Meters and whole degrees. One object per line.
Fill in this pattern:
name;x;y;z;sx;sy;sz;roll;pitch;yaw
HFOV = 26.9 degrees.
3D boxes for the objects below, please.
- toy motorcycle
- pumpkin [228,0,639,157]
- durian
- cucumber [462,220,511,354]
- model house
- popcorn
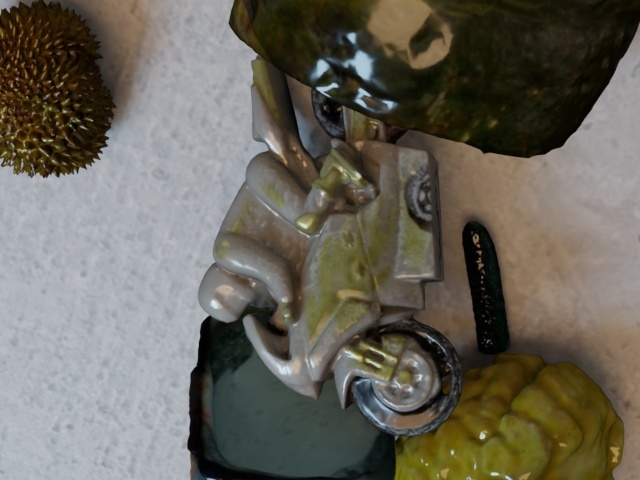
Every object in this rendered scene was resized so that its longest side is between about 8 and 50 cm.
toy motorcycle;0.000;0.000;1.142;0.222;0.108;0.341;-6;83;13
pumpkin;0.107;-0.198;0.975;0.256;0.303;0.225;29;117;28
durian;-0.249;-0.131;1.174;0.137;0.168;0.158;-29;92;14
cucumber;0.150;0.040;1.222;0.032;0.032;0.133;-5;115;17
model house;-0.037;0.233;1.249;0.184;0.253;0.291;3;124;-7
popcorn;0.176;0.213;1.240;0.200;0.203;0.226;21;84;45
